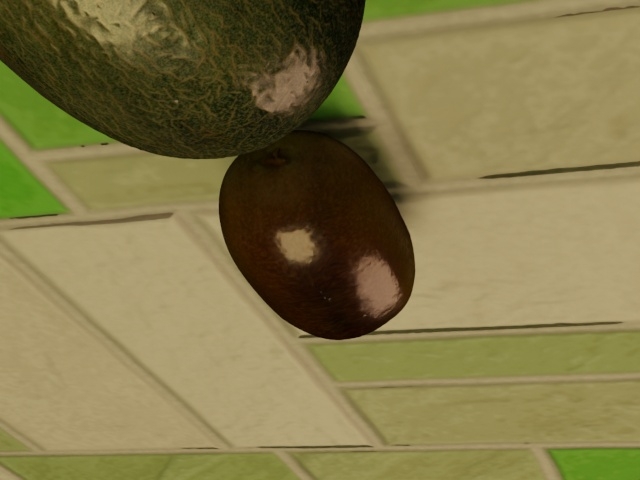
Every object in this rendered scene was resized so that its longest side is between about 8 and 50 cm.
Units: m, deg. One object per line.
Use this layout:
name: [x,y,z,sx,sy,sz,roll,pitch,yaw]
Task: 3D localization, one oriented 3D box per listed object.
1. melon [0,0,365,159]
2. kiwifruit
melon: [-0.048,-0.088,0.385,0.114,0.114,0.167,-13,143,33]
kiwifruit: [0.000,0.000,0.583,0.075,0.075,0.124,-3,147,19]
